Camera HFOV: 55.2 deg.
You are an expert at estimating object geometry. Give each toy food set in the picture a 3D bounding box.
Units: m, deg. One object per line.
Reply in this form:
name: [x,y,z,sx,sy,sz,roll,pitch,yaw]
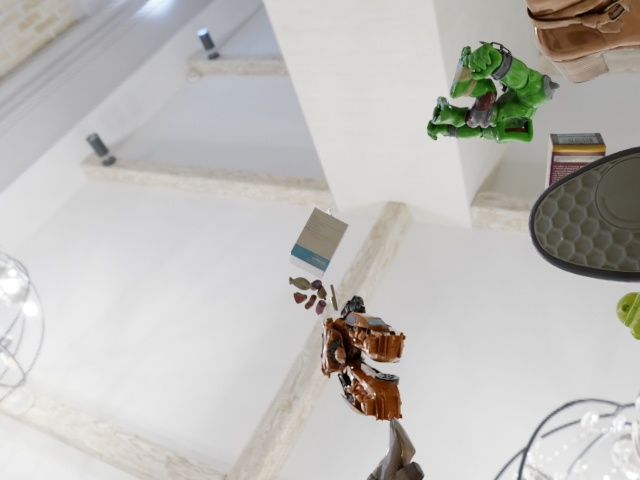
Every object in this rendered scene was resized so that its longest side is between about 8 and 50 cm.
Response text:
toy food set: [-0.020,0.116,1.251,0.122,0.078,0.019,1,-163,44]

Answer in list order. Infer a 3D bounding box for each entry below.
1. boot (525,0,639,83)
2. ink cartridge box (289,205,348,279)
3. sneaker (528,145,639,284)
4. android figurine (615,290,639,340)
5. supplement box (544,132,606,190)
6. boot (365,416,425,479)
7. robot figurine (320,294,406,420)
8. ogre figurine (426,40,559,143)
boot: [0.429,-0.353,0.843,0.283,0.220,0.109,-21,-122,30]
ink cartridge box: [0.000,0.000,1.397,0.090,0.092,0.143,27,-104,3]
sneaker: [0.262,-0.007,0.383,0.226,0.163,0.086,-11,-110,31]
android figurine: [0.416,0.114,0.605,0.248,0.272,0.056,37,-69,53]
supplement box: [0.533,-0.126,1.294,0.104,0.188,0.081,2,-149,14]
boot: [0.090,0.307,0.823,0.087,0.042,0.118,-45,-154,13]
robot figurine: [0.069,0.213,1.120,0.085,0.211,0.291,2,-178,-18]
ogre figurine: [0.217,-0.174,0.786,0.118,0.197,0.097,14,-129,-4]
